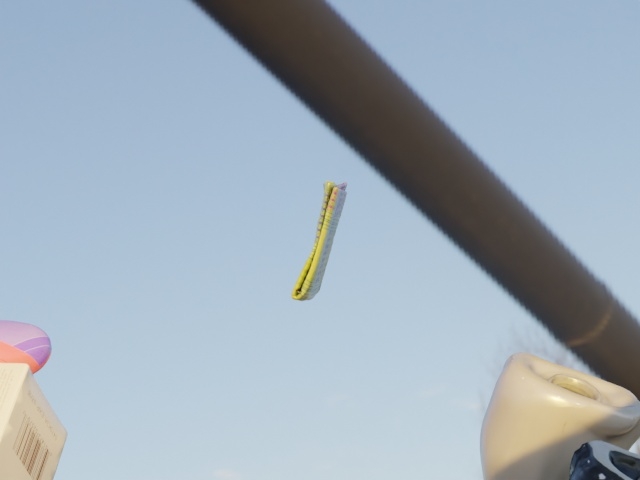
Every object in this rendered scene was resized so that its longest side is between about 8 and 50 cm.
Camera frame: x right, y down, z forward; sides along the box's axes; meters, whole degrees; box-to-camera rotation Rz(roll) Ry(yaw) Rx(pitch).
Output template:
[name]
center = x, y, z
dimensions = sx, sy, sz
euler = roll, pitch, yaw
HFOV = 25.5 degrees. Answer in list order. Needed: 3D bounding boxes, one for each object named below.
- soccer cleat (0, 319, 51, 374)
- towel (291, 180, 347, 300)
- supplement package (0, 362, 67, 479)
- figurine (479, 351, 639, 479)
[soccer cleat]
center = -0.363, 0.094, 1.240
dimensions = 0.248, 0.083, 0.095
euler = -5, -55, -9
[towel]
center = 0.000, 0.000, 0.680
dimensions = 0.009, 0.060, 0.083
euler = 17, 3, 4
[supplement package]
center = -0.318, 0.169, 1.161
dimensions = 0.179, 0.105, 0.105
euler = 0, -40, 15
[figurine]
center = 0.126, 0.195, 0.792
dimensions = 0.092, 0.209, 0.215
euler = 17, 13, -15
